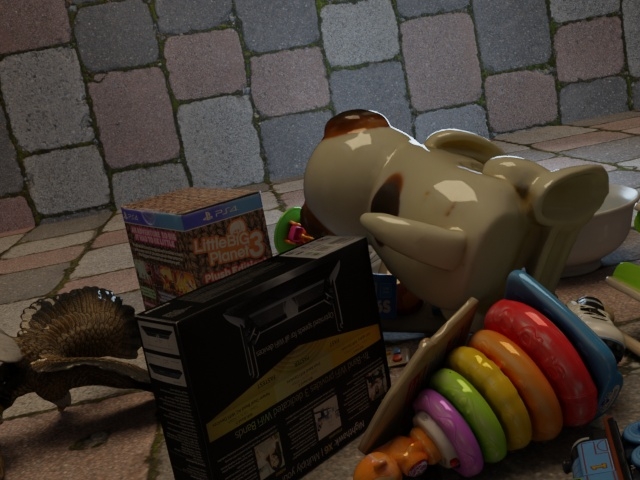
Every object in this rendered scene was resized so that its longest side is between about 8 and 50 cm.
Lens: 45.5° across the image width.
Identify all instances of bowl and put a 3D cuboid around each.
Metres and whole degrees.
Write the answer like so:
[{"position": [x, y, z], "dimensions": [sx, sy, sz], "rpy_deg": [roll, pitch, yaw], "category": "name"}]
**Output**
[{"position": [0.455, -0.012, 1.456], "dimensions": [0.298, 0.134, 0.298], "rpy_deg": [-10, 14, 2], "category": "bowl"}]

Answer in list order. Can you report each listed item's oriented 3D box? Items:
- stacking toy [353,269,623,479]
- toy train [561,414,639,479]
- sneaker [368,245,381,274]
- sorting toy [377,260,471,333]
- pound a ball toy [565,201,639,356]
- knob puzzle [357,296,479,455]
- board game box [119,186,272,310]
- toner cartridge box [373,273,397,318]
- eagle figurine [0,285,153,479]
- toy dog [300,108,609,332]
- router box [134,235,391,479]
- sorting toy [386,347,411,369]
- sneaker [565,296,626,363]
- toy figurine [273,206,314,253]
[{"position": [0.163, 0.189, 0.838], "dimensions": [0.302, 0.175, 0.165], "rpy_deg": [-31, 56, -16], "category": "stacking toy"}, {"position": [0.281, 0.228, 0.702], "dimensions": [0.105, 0.080, 0.184], "rpy_deg": [-13, 12, 16], "category": "toy train"}, {"position": [0.121, 0.027, 1.558], "dimensions": [0.297, 0.129, 0.111], "rpy_deg": [-16, 12, -29], "category": "sneaker"}, {"position": [0.205, 0.033, 1.342], "dimensions": [0.229, 0.041, 0.307], "rpy_deg": [-5, 45, 26], "category": "sorting toy"}, {"position": [0.506, 0.085, 1.020], "dimensions": [0.136, 0.208, 0.319], "rpy_deg": [9, 15, -30], "category": "pound a ball toy"}, {"position": [0.101, 0.169, 0.878], "dimensions": [0.030, 0.213, 0.213], "rpy_deg": [35, 35, 24], "category": "knob puzzle"}, {"position": [-0.189, 0.070, 1.253], "dimensions": [0.141, 0.290, 0.232], "rpy_deg": [-19, 16, -34], "category": "board game box"}, {"position": [-0.037, 0.091, 1.343], "dimensions": [0.165, 0.075, 0.348], "rpy_deg": [3, -3, -34], "category": "toner cartridge box"}, {"position": [-0.372, 0.186, 1.142], "dimensions": [0.298, 0.226, 0.225], "rpy_deg": [-22, -3, -24], "category": "eagle figurine"}, {"position": [0.141, -0.034, 1.156], "dimensions": [0.396, 0.284, 0.408], "rpy_deg": [-10, 29, -37], "category": "toy dog"}, {"position": [-0.048, 0.151, 0.910], "dimensions": [0.081, 0.242, 0.309], "rpy_deg": [2, 17, 44], "category": "router box"}, {"position": [0.107, 0.182, 1.161], "dimensions": [0.062, 0.012, 0.083], "rpy_deg": [-8, 13, 7], "category": "sorting toy"}, {"position": [0.339, 0.111, 0.979], "dimensions": [0.085, 0.086, 0.237], "rpy_deg": [15, -3, 10], "category": "sneaker"}, {"position": [0.000, 0.000, 1.877], "dimensions": [0.159, 0.130, 0.173], "rpy_deg": [18, 3, 36], "category": "toy figurine"}]
